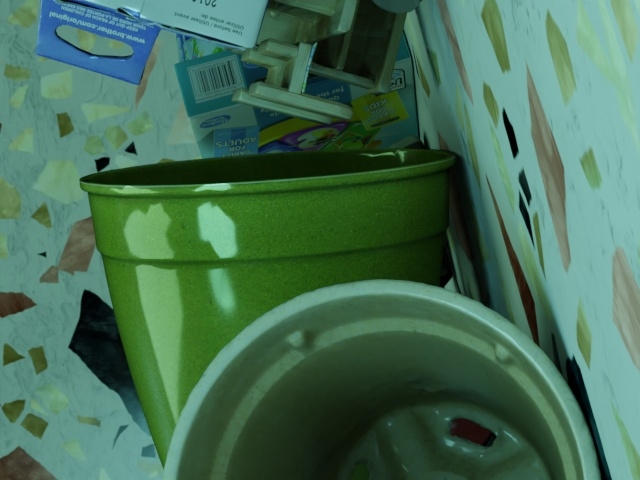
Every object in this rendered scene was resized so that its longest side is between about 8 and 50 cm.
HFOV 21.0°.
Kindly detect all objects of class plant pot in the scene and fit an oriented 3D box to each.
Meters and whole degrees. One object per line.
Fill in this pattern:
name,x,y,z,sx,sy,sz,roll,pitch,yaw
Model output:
plant pot,-0.038,0.100,1.697,0.366,0.366,0.353,-111,17,-83
plant pot,0.077,0.221,1.410,0.305,0.334,0.334,39,-145,-72

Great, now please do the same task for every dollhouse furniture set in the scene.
dollhouse furniture set,0.021,-0.211,1.579,0.242,0.161,0.212,-172,96,-77

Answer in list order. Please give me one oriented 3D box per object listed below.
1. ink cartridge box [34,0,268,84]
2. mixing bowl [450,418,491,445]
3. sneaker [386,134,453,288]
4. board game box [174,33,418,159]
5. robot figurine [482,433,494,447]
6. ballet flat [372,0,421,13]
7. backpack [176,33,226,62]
ink cartridge box,-0.147,-0.326,1.433,0.151,0.270,0.395,-103,29,-78
mixing bowl,0.127,0.160,1.798,0.181,0.098,0.181,-173,90,-68
sneaker,0.114,-0.023,2.015,0.118,0.083,0.222,52,160,27
board game box,-0.014,-0.125,2.030,0.336,0.254,0.079,76,178,-64
robot figurine,0.110,0.178,1.991,0.209,0.173,0.278,-50,-44,-46
ballet flat,0.051,-0.297,1.388,0.058,0.084,0.250,-58,-35,-38
backpack,-0.064,-0.298,2.258,0.273,0.290,0.355,-23,63,46
